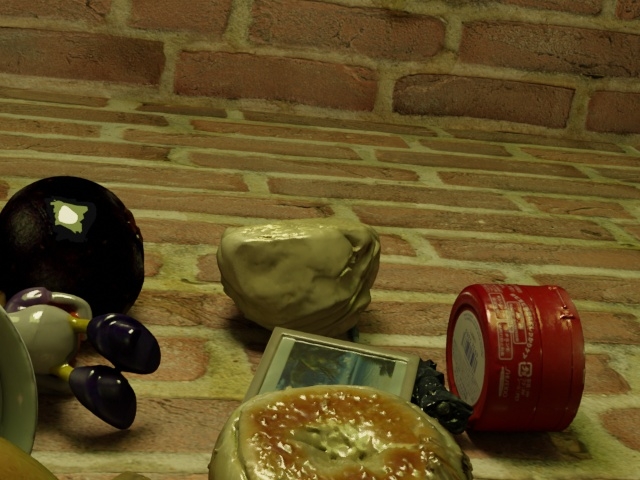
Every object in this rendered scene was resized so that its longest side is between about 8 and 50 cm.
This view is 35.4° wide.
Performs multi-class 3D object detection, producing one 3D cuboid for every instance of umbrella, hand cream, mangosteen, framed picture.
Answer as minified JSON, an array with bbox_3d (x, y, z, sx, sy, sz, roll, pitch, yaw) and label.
[{"bbox_3d":[0.158,0.230,1.517,0.080,0.071,0.224,21,10,-13],"label":"umbrella"},{"bbox_3d":[0.282,0.173,1.484,0.149,0.230,0.230,3,20,-11],"label":"hand cream"},{"bbox_3d":[-0.433,0.038,1.608,0.302,0.275,0.275,-27,23,0],"label":"mangosteen"},{"bbox_3d":[0.005,0.238,1.395,0.232,0.024,0.315,10,33,8],"label":"framed picture"}]

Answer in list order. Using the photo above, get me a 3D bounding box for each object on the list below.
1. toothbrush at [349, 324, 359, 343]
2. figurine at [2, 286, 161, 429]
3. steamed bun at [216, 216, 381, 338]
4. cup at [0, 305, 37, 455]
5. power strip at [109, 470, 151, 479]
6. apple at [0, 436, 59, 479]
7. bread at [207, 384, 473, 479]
[{"bbox_3d":[0.059,0.159,1.747,0.016,0.019,0.219,1,20,-4],"label":"toothbrush"},{"bbox_3d":[-0.417,0.135,1.392,0.420,0.154,0.193,11,-9,37],"label":"figurine"},{"bbox_3d":[-0.033,0.067,1.720,0.276,0.203,0.289,-1,5,1],"label":"steamed bun"},{"bbox_3d":[-0.480,0.175,1.096,0.347,0.347,0.163,4,-1,-11],"label":"cup"},{"bbox_3d":[-0.275,0.324,1.076,0.044,0.064,0.305,11,18,31],"label":"power strip"},{"bbox_3d":[-0.329,0.299,0.767,0.305,0.338,0.338,20,11,-30],"label":"apple"},{"bbox_3d":[0.022,0.287,1.148,0.305,0.159,0.305,7,23,-3],"label":"bread"}]
